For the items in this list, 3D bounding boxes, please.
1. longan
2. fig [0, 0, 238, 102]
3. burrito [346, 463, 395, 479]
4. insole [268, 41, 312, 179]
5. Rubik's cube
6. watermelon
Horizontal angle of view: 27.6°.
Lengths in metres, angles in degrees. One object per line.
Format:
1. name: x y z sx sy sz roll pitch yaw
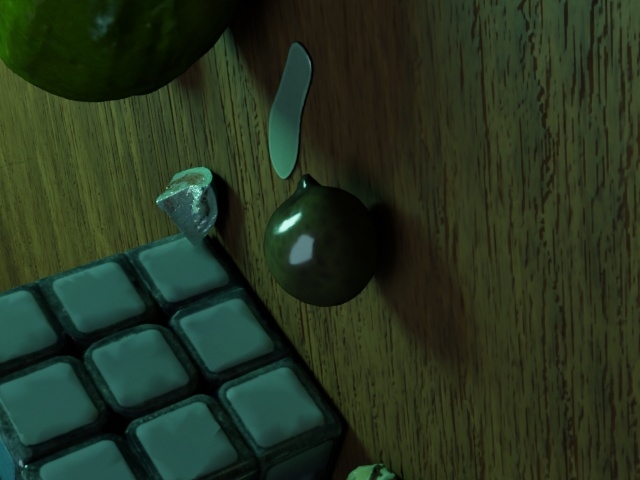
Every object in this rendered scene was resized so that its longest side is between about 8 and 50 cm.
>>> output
1. longan: 0.000 0.000 1.086 0.113 0.092 0.113 43 142 45
2. fig: -0.156 -0.233 1.103 0.314 0.233 0.233 5 111 50
3. burrito: 0.061 0.283 1.068 0.347 0.175 0.107 17 135 57
4. insole: -0.028 -0.114 1.163 0.053 0.002 0.153 55 148 28
5. Rubik's cube: -0.193 0.219 1.351 0.301 0.303 0.305 53 149 32
6. watermelon: -0.138 -0.043 1.340 0.085 0.061 0.085 171 90 -68
